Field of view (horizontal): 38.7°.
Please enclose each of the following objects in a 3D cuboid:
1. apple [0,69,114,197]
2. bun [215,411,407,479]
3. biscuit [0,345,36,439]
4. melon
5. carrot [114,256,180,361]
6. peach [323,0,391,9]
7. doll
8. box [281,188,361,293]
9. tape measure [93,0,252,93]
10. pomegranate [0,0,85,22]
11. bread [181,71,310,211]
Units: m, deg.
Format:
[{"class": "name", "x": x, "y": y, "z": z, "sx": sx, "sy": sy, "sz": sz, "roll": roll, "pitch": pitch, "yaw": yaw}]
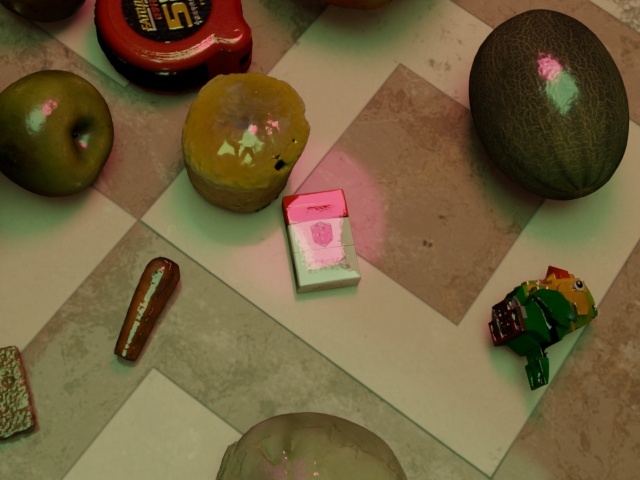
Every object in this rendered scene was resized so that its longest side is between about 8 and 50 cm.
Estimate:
[{"class": "apple", "x": -0.407, "y": -0.161, "z": 1.368, "sx": 0.156, "sy": 0.196, "sz": 0.197, "roll": 15, "pitch": 67, "yaw": 25}, {"class": "bun", "x": -0.011, "y": 0.367, "z": 1.215, "sx": 0.293, "sy": 0.187, "sz": 0.293, "roll": 1, "pitch": 69, "yaw": -3}, {"class": "biscuit", "x": -0.530, "y": 0.242, "z": 1.287, "sx": 0.236, "sy": 0.026, "sz": 0.131, "roll": -16, "pitch": 71, "yaw": -11}, {"class": "melon", "x": 0.362, "y": -0.211, "z": 1.443, "sx": 0.237, "sy": 0.237, "sz": 0.302, "roll": -15, "pitch": 76, "yaw": -12}, {"class": "carrot", "x": -0.260, "y": 0.101, "z": 1.359, "sx": 0.055, "sy": 0.055, "sz": 0.162, "roll": 23, "pitch": 76, "yaw": 2}, {"class": "peach", "x": 0.054, "y": -0.565, "z": 1.486, "sx": 0.369, "sy": 0.370, "sz": 0.370, "roll": 2, "pitch": 70, "yaw": -6}, {"class": "doll", "x": 0.344, "y": 0.120, "z": 1.388, "sx": 0.186, "sy": 0.106, "sz": 0.134, "roll": -34, "pitch": 81, "yaw": -33}, {"class": "box", "x": 0.000, "y": 0.000, "z": 1.428, "sx": 0.100, "sy": 0.048, "sz": 0.152, "roll": -7, "pitch": 69, "yaw": -11}, {"class": "tape measure", "x": -0.241, "y": -0.370, "z": 1.501, "sx": 0.260, "sy": 0.114, "sz": 0.253, "roll": -16, "pitch": 72, "yaw": -8}, {"class": "pomegranate", "x": -0.439, "y": -0.448, "z": 1.484, "sx": 0.198, "sy": 0.246, "sz": 0.198, "roll": -1, "pitch": 89, "yaw": 28}, {"class": "bread", "x": -0.117, "y": -0.148, "z": 1.400, "sx": 0.197, "sy": 0.170, "sz": 0.197, "roll": 3, "pitch": 68, "yaw": -6}]
